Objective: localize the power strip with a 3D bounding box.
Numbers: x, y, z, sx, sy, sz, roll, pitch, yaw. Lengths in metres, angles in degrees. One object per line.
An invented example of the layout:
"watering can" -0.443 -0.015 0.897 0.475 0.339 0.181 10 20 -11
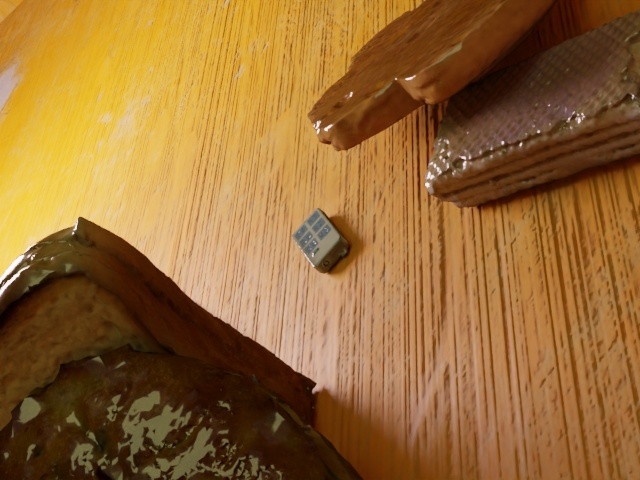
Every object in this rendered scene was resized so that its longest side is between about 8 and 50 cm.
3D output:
"power strip" 0.000 0.000 1.191 0.040 0.016 0.090 -48 27 6

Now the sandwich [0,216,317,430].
"sandwich" -0.200 0.148 1.042 0.301 0.271 0.099 -38 22 23

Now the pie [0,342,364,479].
"pie" -0.105 0.229 0.880 0.354 0.103 0.288 37 93 32

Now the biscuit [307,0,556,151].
"biscuit" 0.102 -0.175 1.150 0.269 0.051 0.376 -41 13 -5

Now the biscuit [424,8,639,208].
"biscuit" 0.184 -0.097 0.980 0.239 0.062 0.108 -19 43 49
